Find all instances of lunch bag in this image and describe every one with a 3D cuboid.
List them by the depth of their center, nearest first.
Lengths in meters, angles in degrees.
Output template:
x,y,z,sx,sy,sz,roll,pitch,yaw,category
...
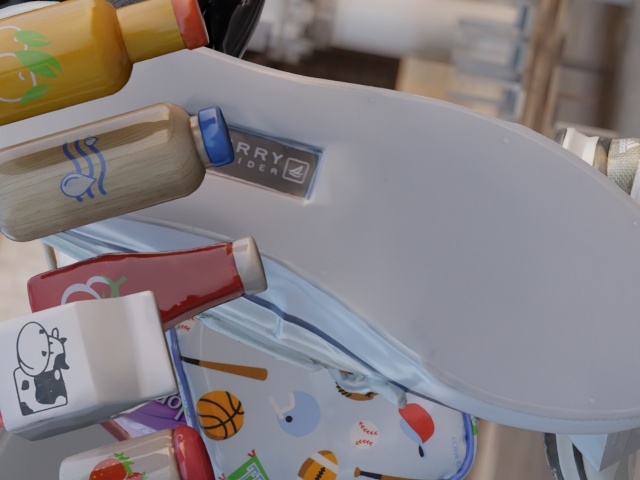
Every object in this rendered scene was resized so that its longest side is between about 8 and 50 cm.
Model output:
x,y,z,sx,sy,sz,roll,pitch,yaw,category
0.005,0.068,1.528,0.115,0.243,0.303,-79,-24,-81,lunch bag

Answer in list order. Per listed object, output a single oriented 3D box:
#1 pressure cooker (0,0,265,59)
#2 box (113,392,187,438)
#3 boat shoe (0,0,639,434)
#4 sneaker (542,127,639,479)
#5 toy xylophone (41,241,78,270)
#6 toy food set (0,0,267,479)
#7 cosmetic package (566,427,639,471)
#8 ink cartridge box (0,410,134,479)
x,y,z,sx,sy,sz,roll,pitch,yaw,category
-0.253,-0.235,1.499,0.370,0.420,0.375,-41,-5,15,pressure cooker
-0.068,0.091,1.754,0.117,0.213,0.243,-22,46,63,box
-0.004,0.007,0.935,0.156,0.367,0.136,105,-177,-73,boat shoe
0.353,0.098,1.923,0.169,0.257,0.448,-68,-23,-50,sneaker
-0.224,0.113,2.120,0.236,0.081,0.323,-122,22,-46,toy xylophone
-0.068,0.025,0.760,0.111,0.104,0.232,63,-169,-76,toy food set
0.287,0.072,1.601,0.127,0.238,0.107,48,155,30,cosmetic package
-0.320,0.121,1.335,0.160,0.384,0.279,-61,-25,-13,ink cartridge box
